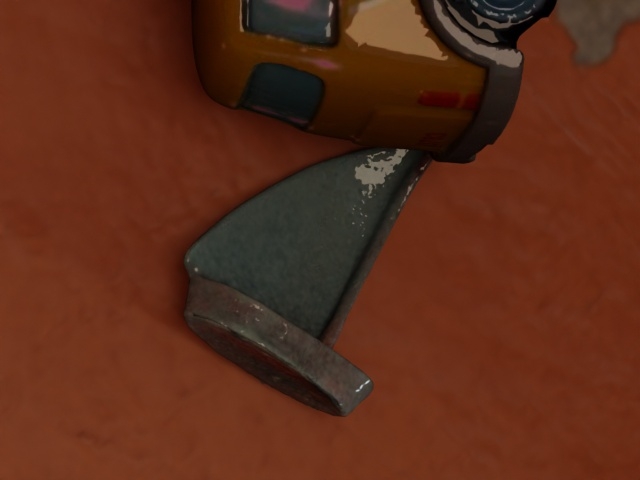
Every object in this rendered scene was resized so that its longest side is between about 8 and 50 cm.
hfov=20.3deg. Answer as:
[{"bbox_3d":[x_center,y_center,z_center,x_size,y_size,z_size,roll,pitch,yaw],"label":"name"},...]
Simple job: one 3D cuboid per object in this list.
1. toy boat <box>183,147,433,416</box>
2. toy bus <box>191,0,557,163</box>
[{"bbox_3d":[0.000,-0.001,0.726,0.096,0.034,0.122,34,67,-17],"label":"toy boat"},{"bbox_3d":[0.015,-0.140,0.690,0.136,0.126,0.209,4,82,-7],"label":"toy bus"}]
